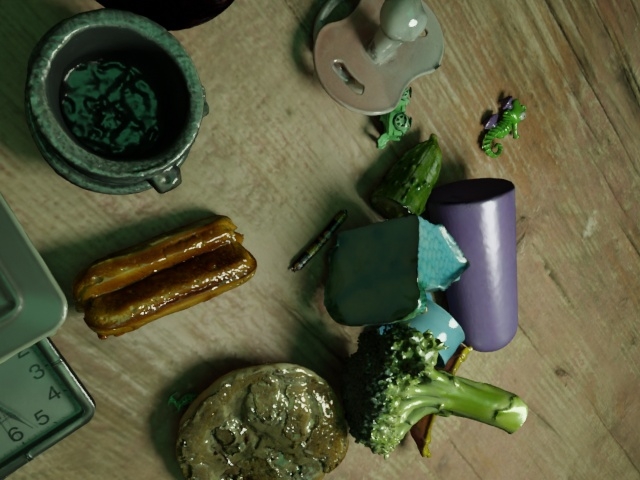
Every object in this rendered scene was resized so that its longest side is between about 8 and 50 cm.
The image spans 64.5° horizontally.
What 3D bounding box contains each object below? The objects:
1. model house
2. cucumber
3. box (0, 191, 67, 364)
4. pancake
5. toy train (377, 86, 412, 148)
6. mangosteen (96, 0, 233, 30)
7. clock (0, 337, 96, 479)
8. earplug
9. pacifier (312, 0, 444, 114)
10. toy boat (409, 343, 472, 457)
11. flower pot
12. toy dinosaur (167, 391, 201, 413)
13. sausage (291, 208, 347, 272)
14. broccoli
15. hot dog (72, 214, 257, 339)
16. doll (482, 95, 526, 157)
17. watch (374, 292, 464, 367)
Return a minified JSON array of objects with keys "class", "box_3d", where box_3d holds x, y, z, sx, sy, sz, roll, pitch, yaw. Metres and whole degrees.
[{"class":"model house","box_3d":[0.180,0.091,1.163,0.241,0.261,0.226,16,70,-44]},{"class":"cucumber","box_3d":[0.227,-0.158,1.230,0.134,0.134,0.245,38,75,-27]},{"class":"box","box_3d":[-0.645,0.064,0.785,0.367,0.090,0.373,-32,99,-20]},{"class":"pancake","box_3d":[-0.122,0.432,1.113,0.386,0.082,0.388,-4,110,-13]},{"class":"toy train","box_3d":[0.174,-0.296,1.199,0.081,0.099,0.149,-1,92,7]},{"class":"mangosteen","box_3d":[-0.230,-0.545,0.798,0.435,0.382,0.383,-31,110,-30]},{"class":"clock","box_3d":[-0.587,0.284,0.898,0.273,0.049,0.279,-32,109,-21]},{"class":"earplug","box_3d":[0.412,0.078,1.315,0.215,0.215,0.457,-21,110,-24]},{"class":"pacifier","box_3d":[0.136,-0.423,1.091,0.332,0.273,0.220,-44,131,-15]},{"class":"toy boat","box_3d":[0.297,0.409,1.329,0.098,0.141,0.318,20,93,-6]},{"class":"flower pot","box_3d":[-0.321,-0.214,0.842,0.298,0.282,0.300,-2,94,-27]},{"class":"toy dinosaur","box_3d":[-0.284,0.335,1.082,0.062,0.021,0.083,40,79,-13]},{"class":"sausage","box_3d":[0.000,0.000,1.181,0.198,0.025,0.028,-48,118,-15]},{"class":"broccoli","box_3d":[0.228,0.375,1.174,0.396,0.353,0.275,22,68,-26]},{"class":"hot dog","box_3d":[-0.293,0.069,0.985,0.348,0.117,0.158,-25,81,-30]},{"class":"doll","box_3d":[0.502,-0.308,1.389,0.190,0.050,0.115,-47,108,-13]},{"class":"watch","box_3d":[0.256,0.226,1.248,0.210,0.193,0.211,-1,93,-28]}]
